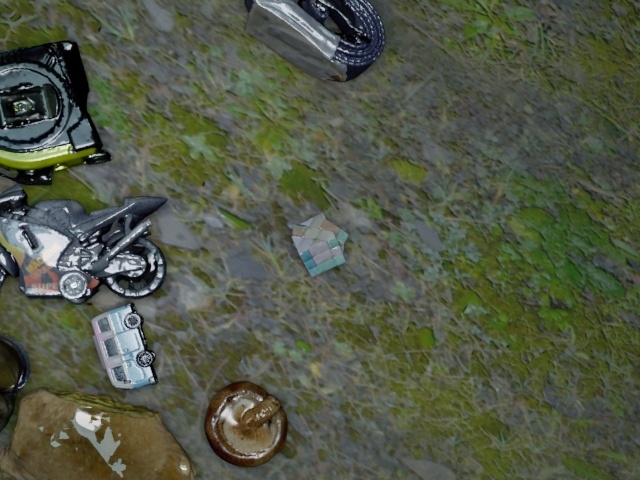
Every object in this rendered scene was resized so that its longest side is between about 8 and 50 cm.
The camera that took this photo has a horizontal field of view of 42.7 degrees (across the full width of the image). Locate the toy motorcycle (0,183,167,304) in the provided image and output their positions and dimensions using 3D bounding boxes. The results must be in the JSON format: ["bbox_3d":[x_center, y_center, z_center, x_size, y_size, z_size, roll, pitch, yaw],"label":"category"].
[{"bbox_3d":[-0.370,0.004,1.157,0.307,0.108,0.173,-1,80,-14],"label":"toy motorcycle"}]

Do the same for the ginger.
[{"bbox_3d":[-0.311,0.317,1.133,0.276,0.130,0.221,7,93,-6],"label":"ginger"}]

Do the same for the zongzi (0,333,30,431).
[{"bbox_3d":[-0.598,0.070,1.057,0.403,0.208,0.432,-5,82,-12],"label":"zongzi"}]

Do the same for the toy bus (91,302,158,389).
[{"bbox_3d":[-0.283,0.158,1.184,0.075,0.060,0.123,-18,87,-8],"label":"toy bus"}]

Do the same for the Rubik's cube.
[{"bbox_3d":[-0.002,0.002,1.252,0.084,0.075,0.073,-15,44,-12],"label":"Rubik's cube"}]

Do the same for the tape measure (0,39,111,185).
[{"bbox_3d":[-0.412,-0.177,1.160,0.186,0.112,0.199,-17,88,-11],"label":"tape measure"}]

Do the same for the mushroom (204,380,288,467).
[{"bbox_3d":[-0.110,0.270,1.197,0.127,0.087,0.127,2,81,-13],"label":"mushroom"}]

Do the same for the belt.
[{"bbox_3d":[-0.009,-0.344,1.249,0.230,0.126,0.139,37,78,-8],"label":"belt"}]
